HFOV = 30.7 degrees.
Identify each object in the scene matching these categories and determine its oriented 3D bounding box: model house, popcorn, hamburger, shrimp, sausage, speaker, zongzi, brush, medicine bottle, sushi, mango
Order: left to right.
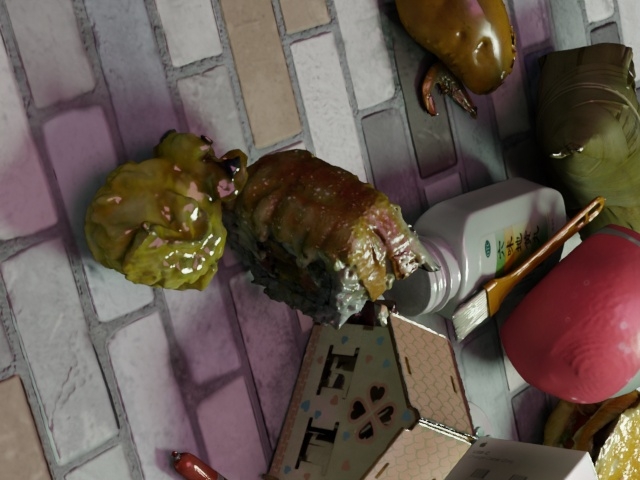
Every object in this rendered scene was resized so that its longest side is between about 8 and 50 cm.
[{"bbox_3d":[-0.186,-0.041,1.373,0.168,0.173,0.195,18,88,-20],"label":"popcorn"},{"bbox_3d":[-0.111,0.340,1.520,0.253,0.034,0.034,45,63,-34],"label":"sausage"},{"bbox_3d":[0.000,0.000,1.465,0.139,0.274,0.184,-44,144,-29],"label":"sushi"},{"bbox_3d":[0.089,0.226,1.563,0.169,0.244,0.326,29,71,-37],"label":"model house"},{"bbox_3d":[0.199,-0.216,1.796,0.127,0.025,0.091,41,65,-31],"label":"shrimp"},{"bbox_3d":[0.204,-0.326,1.727,0.156,0.151,0.249,-36,119,-9],"label":"mango"},{"bbox_3d":[0.232,0.019,1.763,0.324,0.124,0.179,-17,121,-40],"label":"medicine bottle"},{"bbox_3d":[0.314,0.034,1.739,0.314,0.017,0.090,-40,151,-13],"label":"brush"},{"bbox_3d":[0.423,0.119,1.831,0.294,0.294,0.294,-2,92,-43],"label":"speaker"},{"bbox_3d":[0.481,0.360,1.987,0.244,0.163,0.244,-11,106,-40],"label":"hamburger"},{"bbox_3d":[0.463,-0.059,1.885,0.418,0.181,0.447,-65,136,-58],"label":"zongzi"}]

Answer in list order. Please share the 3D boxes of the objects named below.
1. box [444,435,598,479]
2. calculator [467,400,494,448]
[{"bbox_3d":[0.255,0.402,1.686,0.251,0.203,0.106,-35,112,-37],"label":"box"},{"bbox_3d":[0.187,0.388,1.793,0.185,0.041,0.299,41,63,-35],"label":"calculator"}]
